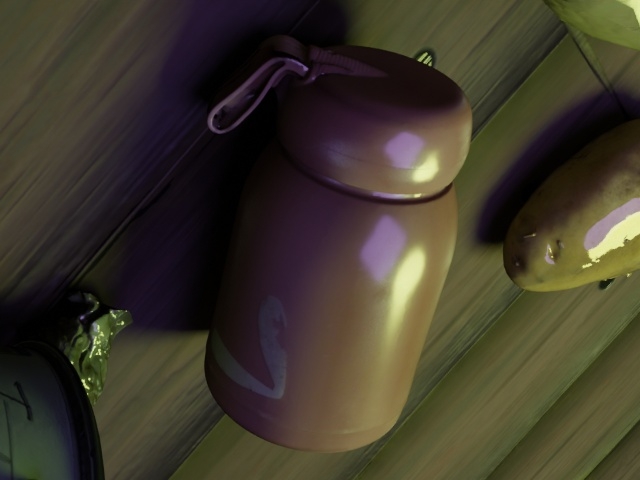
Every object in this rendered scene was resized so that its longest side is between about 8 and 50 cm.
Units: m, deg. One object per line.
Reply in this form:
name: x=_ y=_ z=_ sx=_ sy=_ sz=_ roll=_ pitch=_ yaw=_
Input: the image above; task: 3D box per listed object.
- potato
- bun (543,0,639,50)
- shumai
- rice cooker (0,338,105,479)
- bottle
potato: x=0.293 y=-0.032 z=1.023 sx=0.235 sy=0.128 sz=0.161 roll=-15 pitch=128 yaw=-23
bun: x=0.269 y=-0.307 z=0.716 sx=0.364 sy=0.202 sz=0.364 roll=-17 pitch=127 yaw=-23
shumai: x=-0.175 y=0.083 z=0.772 sx=0.080 sy=0.082 sz=0.083 roll=-29 pitch=158 yaw=-20
rice cooker: x=-0.255 y=0.176 z=0.649 sx=0.227 sy=0.280 sz=0.241 roll=12 pitch=74 yaw=-39
bottle: x=0.000 y=0.000 z=0.782 sx=0.206 sy=0.173 sz=0.297 roll=11 pitch=121 yaw=-7
